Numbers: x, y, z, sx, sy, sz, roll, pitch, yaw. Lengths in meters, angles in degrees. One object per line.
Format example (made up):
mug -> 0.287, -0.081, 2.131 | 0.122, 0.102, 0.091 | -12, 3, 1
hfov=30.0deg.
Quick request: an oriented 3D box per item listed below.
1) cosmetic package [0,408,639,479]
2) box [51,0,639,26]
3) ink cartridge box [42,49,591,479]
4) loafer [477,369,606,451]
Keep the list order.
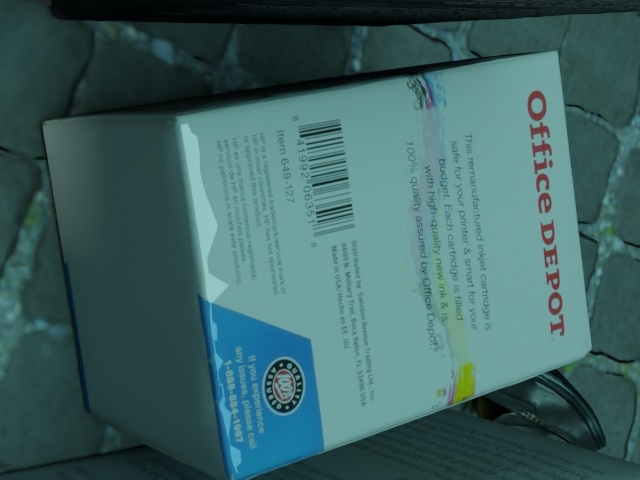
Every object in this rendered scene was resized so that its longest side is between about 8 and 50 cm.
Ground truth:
cosmetic package -> -0.064, 0.204, 0.580 | 0.453, 0.230, 0.162 | -5, 97, -32
box -> 0.030, -0.241, 0.491 | 0.211, 0.395, 0.294 | -4, 99, -24
ink cartridge box -> 0.000, 0.000, 0.643 | 0.232, 0.168, 0.171 | -13, 101, -32
loafer -> 0.129, 0.099, 0.808 | 0.061, 0.062, 0.170 | -46, 114, 2
